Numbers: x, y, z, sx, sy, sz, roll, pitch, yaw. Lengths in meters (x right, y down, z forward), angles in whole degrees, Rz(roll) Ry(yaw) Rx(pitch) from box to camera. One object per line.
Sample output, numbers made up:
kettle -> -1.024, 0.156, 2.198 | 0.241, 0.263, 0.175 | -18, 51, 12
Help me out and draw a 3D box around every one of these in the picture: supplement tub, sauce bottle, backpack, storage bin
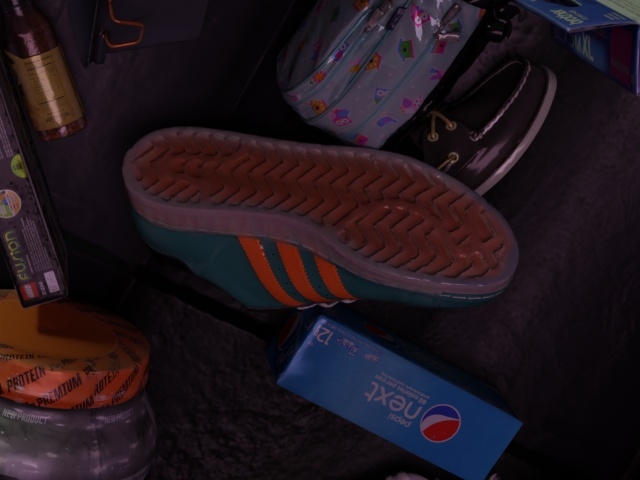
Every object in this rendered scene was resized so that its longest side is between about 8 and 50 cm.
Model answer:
supplement tub -> -0.238, 0.210, 1.033 | 0.193, 0.193, 0.316 | 12, 106, -15
sauce bottle -> -0.212, -0.138, 1.002 | 0.042, 0.042, 0.128 | -19, 109, -5
backpack -> 0.053, -0.154, 1.007 | 0.115, 0.152, 0.182 | 34, 111, -14
storage bin -> -0.124, -0.187, 0.955 | 0.091, 0.098, 0.135 | -8, 153, -19

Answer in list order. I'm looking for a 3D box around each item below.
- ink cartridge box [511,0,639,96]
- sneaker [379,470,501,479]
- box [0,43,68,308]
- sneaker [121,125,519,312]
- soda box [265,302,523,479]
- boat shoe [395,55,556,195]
ink cartridge box -> 0.304, -0.168, 1.019 | 0.311, 0.186, 0.065 | -5, 111, -9
sneaker -> 0.047, 0.248, 1.173 | 0.235, 0.090, 0.095 | 2, 82, -6
box -> -0.231, -0.065, 0.984 | 0.036, 0.114, 0.207 | -16, 110, -5
sneaker -> 0.000, 0.000, 1.018 | 0.302, 0.108, 0.121 | 15, 145, 14
soda box -> 0.061, 0.123, 1.132 | 0.210, 0.067, 0.071 | 29, 101, -19
boat shoe -> 0.092, -0.062, 1.068 | 0.068, 0.081, 0.228 | 36, 101, -24
